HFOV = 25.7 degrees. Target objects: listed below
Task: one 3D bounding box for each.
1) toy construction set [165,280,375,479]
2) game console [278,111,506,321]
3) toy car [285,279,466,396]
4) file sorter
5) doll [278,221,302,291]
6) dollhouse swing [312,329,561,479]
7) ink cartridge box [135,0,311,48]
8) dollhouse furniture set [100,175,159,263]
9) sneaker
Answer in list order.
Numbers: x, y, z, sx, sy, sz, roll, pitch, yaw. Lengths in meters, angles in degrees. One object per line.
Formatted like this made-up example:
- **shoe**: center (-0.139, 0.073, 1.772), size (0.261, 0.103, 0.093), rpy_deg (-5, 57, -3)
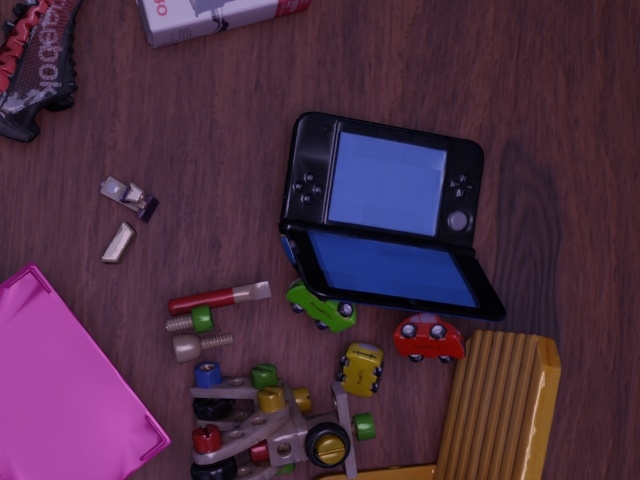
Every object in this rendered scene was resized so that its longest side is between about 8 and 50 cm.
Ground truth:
- **toy construction set**: center (-0.060, 0.203, 1.846), size (0.237, 0.257, 0.309), rpy_deg (-12, 84, 0)
- **game console**: center (0.109, -0.034, 1.900), size (0.293, 0.173, 0.250), rpy_deg (9, 89, -21)
- **toy car**: center (0.053, 0.110, 1.885), size (0.225, 0.239, 0.053), rpy_deg (37, 49, -21)
- **file sorter**: center (-0.363, 0.208, 1.851), size (0.202, 0.182, 0.291), rpy_deg (-38, 90, -7)
- **doll**: center (0.000, 0.000, 1.978), size (0.129, 0.046, 0.189), rpy_deg (25, 83, -17)
- **dollhouse swing**: center (0.121, 0.277, 1.806), size (0.315, 0.347, 0.305), rpy_deg (-3, 90, -14)
- **ink cartridge box**: center (-0.148, -0.386, 1.962), size (0.237, 0.100, 0.172), rpy_deg (-15, 87, -8)
- **dollhouse furniture set**: center (-0.294, -0.032, 1.935), size (0.081, 0.091, 0.114), rpy_deg (29, 86, 11)
- **sneaker**: center (-0.381, -0.252, 1.929), size (0.135, 0.097, 0.276), rpy_deg (32, 73, -19)
